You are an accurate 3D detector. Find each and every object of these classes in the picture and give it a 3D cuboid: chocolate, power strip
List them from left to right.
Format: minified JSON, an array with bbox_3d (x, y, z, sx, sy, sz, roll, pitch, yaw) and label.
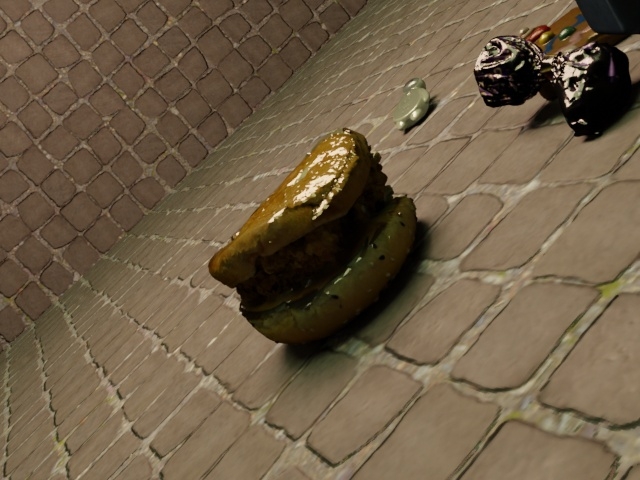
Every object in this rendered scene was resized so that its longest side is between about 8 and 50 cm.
[{"bbox_3d":[0.113,-0.160,0.980,0.055,0.035,0.083,-31,32,36],"label":"power strip"},{"bbox_3d":[0.185,-0.122,0.637,0.147,0.070,0.072,37,106,53],"label":"chocolate"}]

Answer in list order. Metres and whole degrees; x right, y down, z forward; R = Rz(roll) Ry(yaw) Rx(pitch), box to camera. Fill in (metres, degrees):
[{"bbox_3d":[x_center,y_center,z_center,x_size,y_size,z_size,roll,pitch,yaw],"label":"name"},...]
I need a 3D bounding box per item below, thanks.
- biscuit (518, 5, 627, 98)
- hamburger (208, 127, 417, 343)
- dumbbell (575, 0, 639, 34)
[{"bbox_3d":[0.214,-0.183,0.784,0.138,0.031,0.205,-42,14,2],"label":"biscuit"},{"bbox_3d":[0.000,0.000,0.679,0.177,0.113,0.185,-48,8,-2],"label":"hamburger"},{"bbox_3d":[0.252,-0.186,0.450,0.160,0.144,0.325,-7,14,-6],"label":"dumbbell"}]
